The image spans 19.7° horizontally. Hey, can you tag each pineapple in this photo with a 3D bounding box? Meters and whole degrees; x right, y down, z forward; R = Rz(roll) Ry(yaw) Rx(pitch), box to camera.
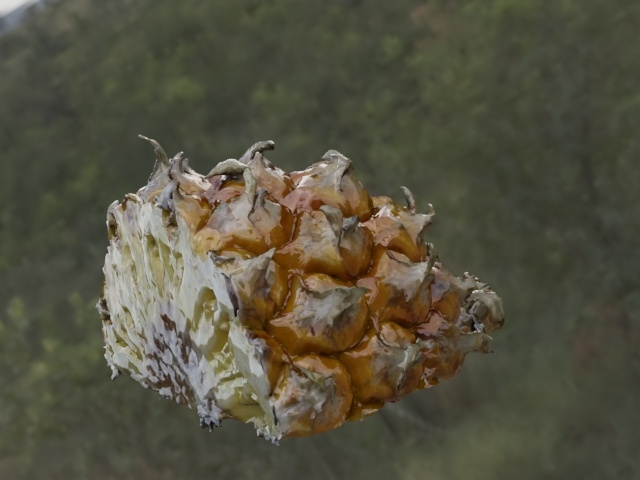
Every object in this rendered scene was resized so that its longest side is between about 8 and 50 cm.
[{"bbox_3d":[0.003,0.000,1.361,0.286,0.209,0.344,-14,12,-27],"label":"pineapple"}]
